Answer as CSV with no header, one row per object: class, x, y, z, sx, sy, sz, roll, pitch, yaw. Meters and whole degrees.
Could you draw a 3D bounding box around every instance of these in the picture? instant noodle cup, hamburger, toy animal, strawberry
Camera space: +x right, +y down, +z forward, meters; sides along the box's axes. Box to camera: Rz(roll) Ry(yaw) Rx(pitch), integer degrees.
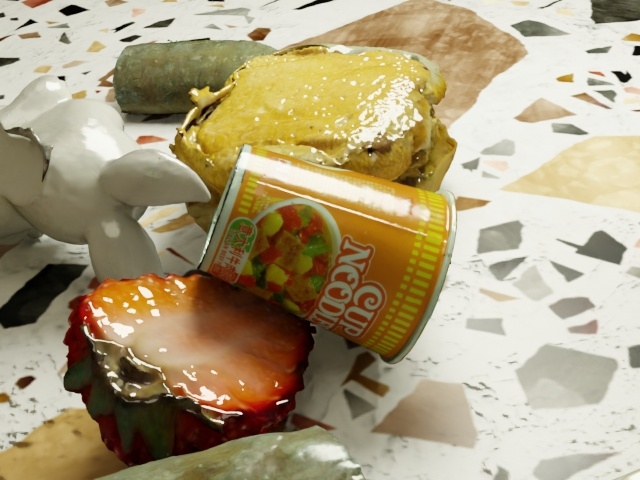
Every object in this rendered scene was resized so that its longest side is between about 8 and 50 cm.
instant noodle cup,0.000,0.000,0.734,0.185,0.168,0.168,20,36,-10
hamburger,-0.003,-0.107,0.936,0.319,0.158,0.318,-4,37,3
toy animal,-0.271,-0.053,0.877,0.325,0.208,0.154,32,19,28
strawberry,-0.102,0.113,0.707,0.190,0.111,0.236,34,26,21

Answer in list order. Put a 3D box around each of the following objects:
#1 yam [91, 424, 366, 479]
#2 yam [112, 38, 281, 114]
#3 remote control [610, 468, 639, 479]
yam,-0.127,0.217,0.554,0.331,0.133,0.133,-15,37,-4
yam,-0.153,-0.220,1.159,0.259,0.106,0.106,2,37,12
remote control,0.299,0.158,0.591,0.230,0.090,0.049,-17,34,-12
